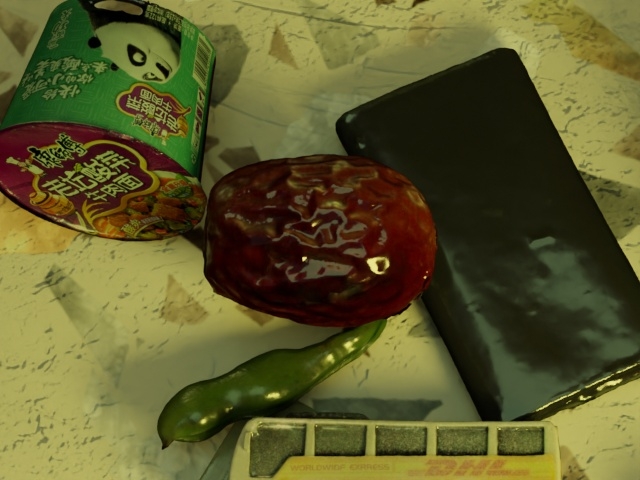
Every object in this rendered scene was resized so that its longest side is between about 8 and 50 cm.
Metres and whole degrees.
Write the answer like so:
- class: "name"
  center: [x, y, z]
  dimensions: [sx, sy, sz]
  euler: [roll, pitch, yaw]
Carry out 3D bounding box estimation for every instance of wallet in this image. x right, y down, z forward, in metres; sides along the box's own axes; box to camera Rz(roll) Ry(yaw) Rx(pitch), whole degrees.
- class: "wallet"
  center: [0.199, -0.006, 2.031]
  dimensions: [0.228, 0.062, 0.406]
  euler: [-24, 69, -4]

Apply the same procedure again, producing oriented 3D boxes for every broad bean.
- class: "broad bean"
  center: [-0.044, 0.134, 1.989]
  dimensions: [0.318, 0.056, 0.098]
  euler: [-36, 54, -24]

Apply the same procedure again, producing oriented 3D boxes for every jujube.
- class: "jujube"
  center: [0.000, 0.000, 1.944]
  dimensions: [0.243, 0.183, 0.183]
  euler: [5, 70, -7]

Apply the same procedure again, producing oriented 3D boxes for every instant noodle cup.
- class: "instant noodle cup"
  center: [-0.226, -0.140, 2.026]
  dimensions: [0.251, 0.251, 0.190]
  euler: [8, 63, 7]

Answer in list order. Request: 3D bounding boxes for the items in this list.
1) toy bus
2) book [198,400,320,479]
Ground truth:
- class: "toy bus"
  center: [0.076, 0.249, 1.900]
  dimensions: [0.343, 0.097, 0.138]
  euler: [1, 65, 5]
- class: "book"
  center: [0.004, 0.299, 1.953]
  dimensions: [0.283, 0.025, 0.215]
  euler: [30, 75, 15]
